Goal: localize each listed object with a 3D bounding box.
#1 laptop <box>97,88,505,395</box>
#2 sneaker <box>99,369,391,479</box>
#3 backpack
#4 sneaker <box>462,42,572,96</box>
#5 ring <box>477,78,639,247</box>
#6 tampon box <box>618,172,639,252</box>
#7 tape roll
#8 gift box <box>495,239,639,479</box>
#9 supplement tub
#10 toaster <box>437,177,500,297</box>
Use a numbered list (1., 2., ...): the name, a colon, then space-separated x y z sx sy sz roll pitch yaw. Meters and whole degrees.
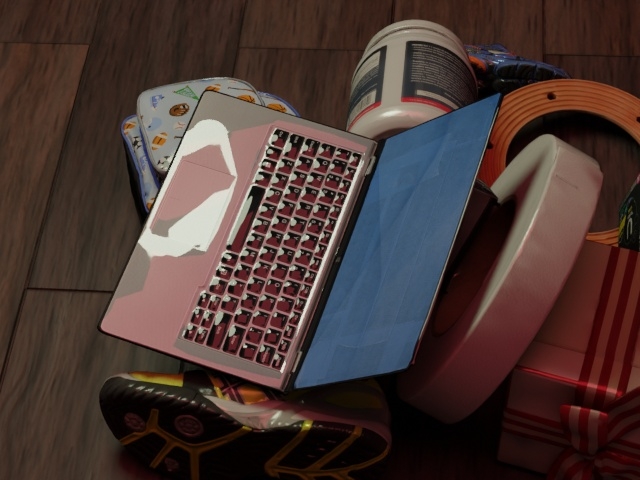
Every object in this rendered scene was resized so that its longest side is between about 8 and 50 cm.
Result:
1. laptop: -0.031 -0.031 1.711 0.408 0.236 0.382 18 66 8
2. sneaker: -0.095 0.227 1.802 0.384 0.145 0.147 9 37 5
3. backpack: -0.144 -0.115 2.008 0.263 0.213 0.276 -10 51 -13
4. sneaker: 0.291 -0.270 2.164 0.221 0.083 0.087 15 43 9
5. ring: 0.379 -0.097 2.035 0.336 0.032 0.337 1 59 -2
6. tampon box: 0.468 0.009 1.887 0.101 0.120 0.161 8 65 -1
7. tape roll: 0.221 0.046 1.742 0.072 0.392 0.392 30 57 -5
8. gift box: 0.374 0.172 1.716 0.276 0.255 0.258 12 53 17
9. supplement tub: 0.134 -0.181 2.015 0.191 0.191 0.272 2 40 6
10. toaster: 0.143 -0.017 1.829 0.110 0.168 0.186 29 100 -4
